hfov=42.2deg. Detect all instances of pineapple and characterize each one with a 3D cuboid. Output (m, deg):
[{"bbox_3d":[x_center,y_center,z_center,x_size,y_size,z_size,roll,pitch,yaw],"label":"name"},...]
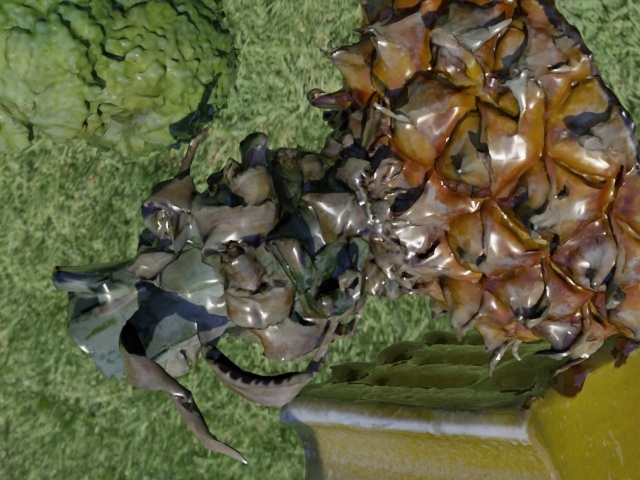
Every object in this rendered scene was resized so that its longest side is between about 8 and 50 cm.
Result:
[{"bbox_3d":[0.000,0.000,0.453,0.272,0.262,0.262,-25,118,-1],"label":"pineapple"}]

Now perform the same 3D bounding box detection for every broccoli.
[{"bbox_3d":[-0.222,-0.134,0.516,0.302,0.186,0.254,-8,147,35],"label":"broccoli"}]

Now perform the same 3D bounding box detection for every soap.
[{"bbox_3d":[0.148,0.147,0.717,0.281,0.259,0.143,-7,93,50],"label":"soap"}]
